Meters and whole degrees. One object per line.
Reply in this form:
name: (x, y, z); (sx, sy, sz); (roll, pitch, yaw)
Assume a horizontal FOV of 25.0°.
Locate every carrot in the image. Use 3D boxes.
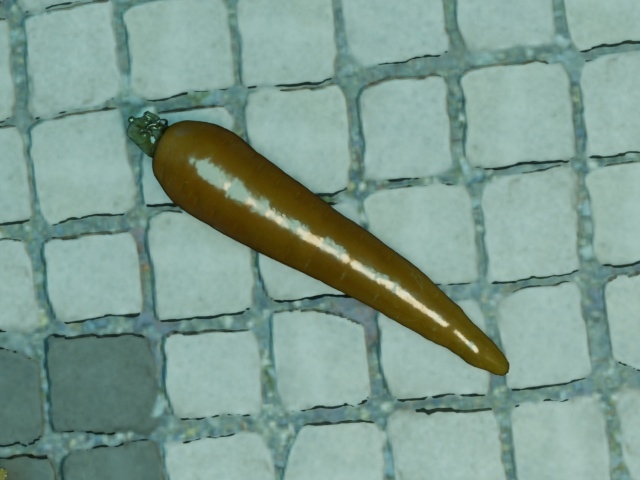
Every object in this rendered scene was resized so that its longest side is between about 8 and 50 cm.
carrot: (0.000, 0.000, 1.056); (0.336, 0.069, 0.069); (32, 88, 2)

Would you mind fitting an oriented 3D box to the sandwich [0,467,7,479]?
sandwich: (-0.278, 0.261, 1.033); (0.162, 0.058, 0.193); (-1, 71, 5)
